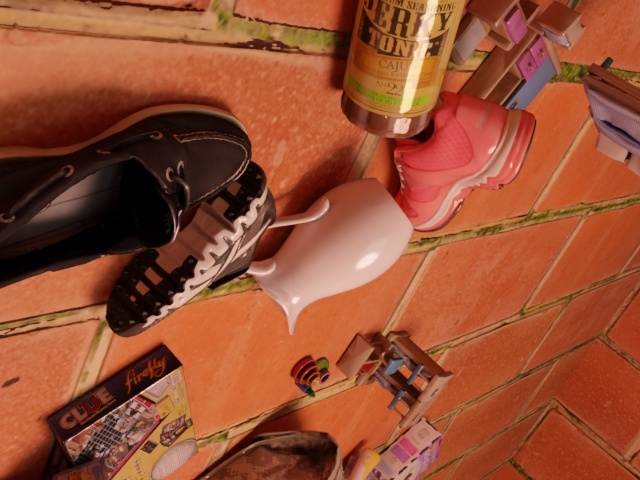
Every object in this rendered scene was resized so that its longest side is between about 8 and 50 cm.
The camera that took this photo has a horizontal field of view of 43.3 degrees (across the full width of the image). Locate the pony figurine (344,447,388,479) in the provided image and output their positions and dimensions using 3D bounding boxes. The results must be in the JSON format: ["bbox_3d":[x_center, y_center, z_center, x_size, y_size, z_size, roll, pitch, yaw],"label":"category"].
[{"bbox_3d":[0.061,0.616,1.662,0.363,0.351,0.302,-49,162,-40],"label":"pony figurine"}]

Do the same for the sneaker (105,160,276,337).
[{"bbox_3d":[-0.129,0.024,0.883,0.234,0.078,0.106,-47,149,-6],"label":"sneaker"}]

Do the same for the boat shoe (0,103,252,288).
[{"bbox_3d":[-0.176,-0.035,0.708,0.340,0.113,0.127,-15,137,-46],"label":"boat shoe"}]

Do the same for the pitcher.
[{"bbox_3d":[0.000,0.000,1.006,0.207,0.125,0.178,-37,136,2],"label":"pitcher"}]

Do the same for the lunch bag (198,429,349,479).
[{"bbox_3d":[-0.082,0.450,1.380,0.287,0.169,0.235,-33,148,-18],"label":"lunch bag"}]

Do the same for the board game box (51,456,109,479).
[{"bbox_3d":[-0.326,0.338,0.972,0.194,0.060,0.194,4,134,-29],"label":"board game box"}]

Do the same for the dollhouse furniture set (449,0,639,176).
[{"bbox_3d":[0.322,-0.146,1.059,0.198,0.303,0.286,-52,151,5],"label":"dollhouse furniture set"}]

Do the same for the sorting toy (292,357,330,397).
[{"bbox_3d":[-0.009,0.229,1.337,0.061,0.042,0.102,-53,151,9],"label":"sorting toy"}]

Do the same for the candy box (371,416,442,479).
[{"bbox_3d":[0.205,0.554,2.005,0.196,0.070,0.165,-35,149,-24],"label":"candy box"}]

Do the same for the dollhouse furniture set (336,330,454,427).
[{"bbox_3d":[0.123,0.256,1.461,0.184,0.129,0.129,6,121,-57],"label":"dollhouse furniture set"}]

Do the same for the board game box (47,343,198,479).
[{"bbox_3d":[-0.246,0.256,1.045,0.165,0.042,0.243,-32,148,-27],"label":"board game box"}]

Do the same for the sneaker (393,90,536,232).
[{"bbox_3d":[0.147,-0.111,1.046,0.116,0.136,0.314,-68,-169,-23],"label":"sneaker"}]

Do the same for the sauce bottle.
[{"bbox_3d":[0.096,-0.266,0.807,0.111,0.111,0.344,-28,144,-33],"label":"sauce bottle"}]
